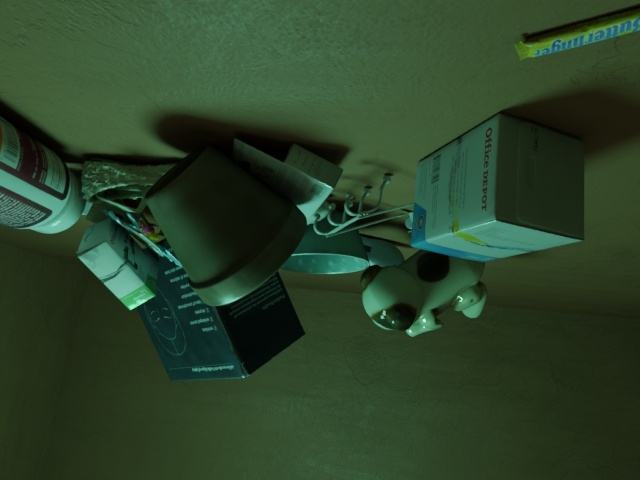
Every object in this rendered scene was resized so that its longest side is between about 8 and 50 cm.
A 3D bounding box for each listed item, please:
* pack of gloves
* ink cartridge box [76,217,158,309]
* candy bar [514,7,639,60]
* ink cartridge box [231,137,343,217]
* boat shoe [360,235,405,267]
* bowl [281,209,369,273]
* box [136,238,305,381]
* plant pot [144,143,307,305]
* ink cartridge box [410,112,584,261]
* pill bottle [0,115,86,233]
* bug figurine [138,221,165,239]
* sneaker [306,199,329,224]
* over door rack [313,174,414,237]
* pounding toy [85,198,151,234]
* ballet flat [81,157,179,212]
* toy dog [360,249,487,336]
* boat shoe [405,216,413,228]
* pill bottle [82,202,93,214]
[{"bbox_3d":[-0.477,-0.015,1.332,0.195,0.046,0.232,24,162,29],"label":"pack of gloves"},{"bbox_3d":[-0.565,0.060,1.363,0.092,0.160,0.219,-28,124,2],"label":"ink cartridge box"},{"bbox_3d":[0.332,-0.260,0.608,0.161,0.018,0.040,-2,164,36],"label":"candy bar"},{"bbox_3d":[-0.094,-0.159,1.159,0.239,0.060,0.275,28,164,-6],"label":"ink cartridge box"},{"bbox_3d":[0.164,0.047,1.779,0.306,0.113,0.105,14,171,-19],"label":"boat shoe"},{"bbox_3d":[0.000,0.000,1.516,0.311,0.163,0.311,2,165,1],"label":"bowl"},{"bbox_3d":[-0.380,0.196,1.634,0.480,0.472,0.297,-18,-174,44],"label":"box"},{"bbox_3d":[-0.242,-0.057,1.127,0.323,0.323,0.280,-9,128,49],"label":"plant pot"},{"bbox_3d":[0.336,-0.085,0.948,0.197,0.198,0.270,12,166,-18],"label":"ink cartridge box"},{"bbox_3d":[-0.747,-0.156,1.138,0.224,0.224,0.392,5,166,6],"label":"pill bottle"},{"bbox_3d":[-0.657,-0.046,1.878,0.279,0.072,0.216,0,172,10],"label":"bug figurine"},{"bbox_3d":[-0.091,-0.104,1.340,0.235,0.090,0.095,5,157,2],"label":"sneaker"},{"bbox_3d":[0.167,-0.087,1.267,0.324,0.108,0.239,-3,171,-21],"label":"over door rack"},{"bbox_3d":[-0.586,-0.109,1.473,0.181,0.206,0.094,29,113,-26],"label":"pounding toy"},{"bbox_3d":[-0.441,-0.132,1.278,0.409,0.147,0.147,5,167,9],"label":"ballet flat"},{"bbox_3d":[0.328,0.159,1.556,0.408,0.284,0.395,-20,156,-22],"label":"toy dog"},{"bbox_3d":[0.319,-0.058,1.415,0.142,0.049,0.040,-2,-177,38],"label":"boat shoe"},{"bbox_3d":[-0.809,-0.140,1.419,0.245,0.136,0.136,7,167,-1],"label":"pill bottle"}]
